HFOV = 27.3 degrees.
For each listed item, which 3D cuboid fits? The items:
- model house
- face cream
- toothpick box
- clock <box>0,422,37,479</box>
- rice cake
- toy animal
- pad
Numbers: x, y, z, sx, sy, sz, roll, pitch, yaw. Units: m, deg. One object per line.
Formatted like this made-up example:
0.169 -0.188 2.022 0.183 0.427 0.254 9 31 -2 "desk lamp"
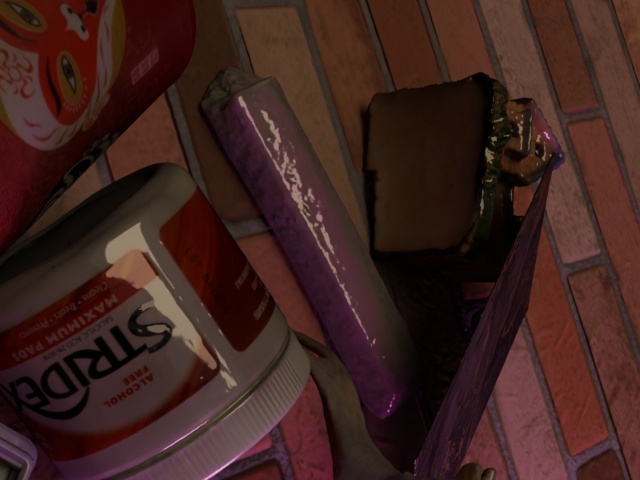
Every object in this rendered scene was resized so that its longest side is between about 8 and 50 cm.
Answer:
0.156 -0.054 1.333 0.172 0.166 0.182 16 76 -44 "model house"
-0.137 0.069 0.963 0.187 0.201 0.201 57 45 -13 "face cream"
-0.255 -0.096 0.907 0.204 0.204 0.333 53 45 -17 "toothpick box"
-0.286 0.194 0.864 0.145 0.073 0.193 37 52 -29 "clock"
0.000 0.000 1.230 0.073 0.056 0.364 -36 102 -47 "rice cake"
0.036 0.188 1.034 0.225 0.302 0.284 11 73 -38 "toy animal"
0.151 0.123 1.238 0.247 0.007 0.367 89 24 -50 "pad"
